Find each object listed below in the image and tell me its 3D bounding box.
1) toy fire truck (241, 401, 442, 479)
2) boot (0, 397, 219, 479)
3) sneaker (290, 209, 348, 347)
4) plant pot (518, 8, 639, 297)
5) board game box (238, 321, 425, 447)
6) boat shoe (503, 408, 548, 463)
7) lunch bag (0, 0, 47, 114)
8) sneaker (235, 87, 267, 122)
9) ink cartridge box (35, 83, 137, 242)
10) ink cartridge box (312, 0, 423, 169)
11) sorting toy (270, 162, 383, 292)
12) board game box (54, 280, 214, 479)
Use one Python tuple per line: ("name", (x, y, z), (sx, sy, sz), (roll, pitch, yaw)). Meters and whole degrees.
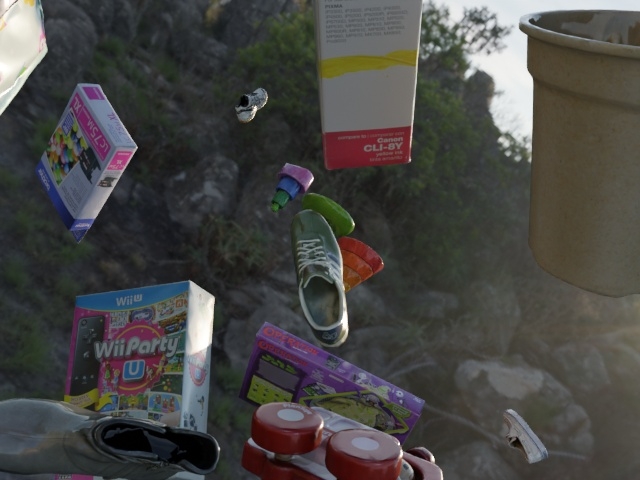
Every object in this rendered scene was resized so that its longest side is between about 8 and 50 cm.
("toy fire truck", (0.044, 0.328, 0.999), (0.302, 0.169, 0.254), (12, 11, 32))
("boot", (-0.240, 0.205, 0.728), (0.246, 0.161, 0.083), (15, 63, -22))
("sneaker", (-0.001, 0.042, 0.908), (0.086, 0.064, 0.192), (70, 8, -76))
("plant pot", (0.395, -0.106, 0.855), (0.334, 0.305, 0.334), (1, 26, -1))
("board game box", (0.013, 0.318, 1.384), (0.347, 0.208, 0.056), (26, 43, 8))
("boat shoe", (0.280, 0.279, 0.980), (0.100, 0.035, 0.035), (-125, -168, -59))
("lunch bag", (-0.354, -0.203, 0.562), (0.160, 0.262, 0.223), (45, -33, 24))
("sneaker", (-0.121, -0.245, 1.212), (0.032, 0.083, 0.037), (5, -40, 29))
("ink cartridge box", (-0.518, -0.157, 1.483), (0.065, 0.311, 0.186), (-10, 58, -49))
("ink cartridge box", (0.069, -0.352, 1.146), (0.384, 0.160, 0.279), (86, 1, -51))
("sorting toy", (0.000, 0.000, 1.478), (0.127, 0.126, 0.365), (13, -29, 44))
("board game box", (-0.296, 0.233, 1.118), (0.097, 0.224, 0.303), (48, 37, -60))
